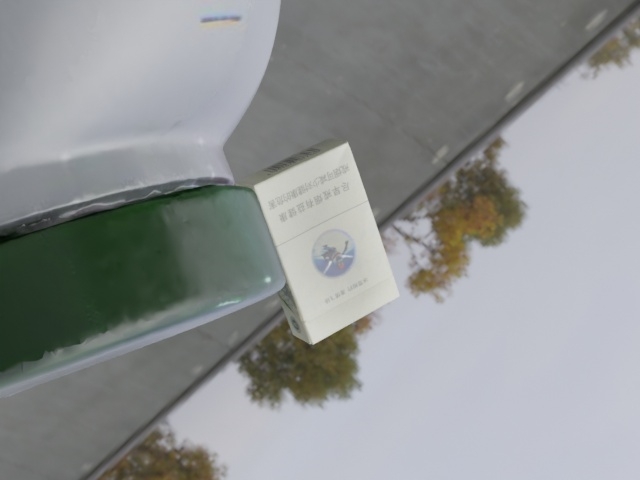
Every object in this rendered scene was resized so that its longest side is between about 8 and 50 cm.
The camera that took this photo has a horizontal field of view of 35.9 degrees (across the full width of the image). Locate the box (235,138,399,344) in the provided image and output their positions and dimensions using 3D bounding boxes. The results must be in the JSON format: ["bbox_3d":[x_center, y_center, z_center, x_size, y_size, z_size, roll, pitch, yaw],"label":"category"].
[{"bbox_3d":[0.000,0.000,1.443,0.164,0.256,0.069,-27,-161,-21],"label":"box"}]

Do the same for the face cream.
[{"bbox_3d":[-0.170,-0.108,0.464,0.312,0.357,0.219,-21,178,13],"label":"face cream"}]
